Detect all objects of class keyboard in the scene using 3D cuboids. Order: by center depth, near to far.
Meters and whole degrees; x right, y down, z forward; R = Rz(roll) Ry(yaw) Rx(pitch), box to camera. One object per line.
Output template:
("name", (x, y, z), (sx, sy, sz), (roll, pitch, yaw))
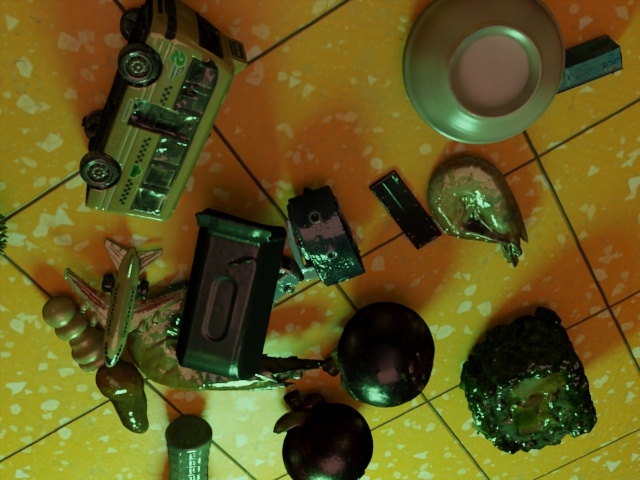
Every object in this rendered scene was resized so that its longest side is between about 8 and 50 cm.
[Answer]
("keyboard", (0.178, -0.060, 1.604), (0.067, 0.011, 0.202), (-34, 123, 11))

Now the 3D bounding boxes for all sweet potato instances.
("sweet potato", (-0.430, 0.343, 1.719), (0.097, 0.097, 0.292), (-10, 144, -3))

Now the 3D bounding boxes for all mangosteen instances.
("mangosteen", (0.112, 0.253, 1.709), (0.289, 0.231, 0.231), (-7, 135, 39))
("mangosteen", (0.001, 0.470, 1.837), (0.228, 0.228, 0.265), (-43, 81, 19))

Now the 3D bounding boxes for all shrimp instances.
("shrimp", (0.332, -0.045, 1.612), (0.168, 0.077, 0.317), (-23, 122, 18))
("shrimp", (-0.195, 0.219, 1.684), (0.445, 0.085, 0.272), (10, 112, -9))

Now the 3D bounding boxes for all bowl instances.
("bowl", (0.288, -0.298, 1.330), (0.287, 0.144, 0.287), (1, 110, 2))

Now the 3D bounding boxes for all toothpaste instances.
("toothpaste", (0.424, -0.304, 1.446), (0.272, 0.066, 0.053), (-21, 125, 5))

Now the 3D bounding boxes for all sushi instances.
("sushi", (0.487, 0.353, 1.846), (0.294, 0.178, 0.352), (-20, 129, 7))

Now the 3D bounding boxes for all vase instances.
("vase", (-0.323, 0.573, 1.879), (0.143, 0.143, 0.299), (-1, 122, -10))

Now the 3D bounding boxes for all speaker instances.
("speaker", (-0.186, 0.111, 1.499), (0.180, 0.184, 0.388), (13, 110, 2))

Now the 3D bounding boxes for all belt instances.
("belt", (0.001, 0.000, 1.545), (0.128, 0.122, 0.218), (-19, 127, 6))

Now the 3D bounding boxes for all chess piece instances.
("chess piece", (-0.508, 0.184, 1.608), (0.094, 0.094, 0.170), (-26, 118, 8))

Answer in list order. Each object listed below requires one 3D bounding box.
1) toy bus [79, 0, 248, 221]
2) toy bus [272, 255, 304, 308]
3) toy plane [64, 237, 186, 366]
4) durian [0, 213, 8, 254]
("toy bus", (-0.281, -0.220, 1.314), (0.202, 0.177, 0.365), (16, 124, -24))
("toy bus", (-0.100, 0.086, 1.625), (0.123, 0.060, 0.075), (-40, 118, 20))
("toy plane", (-0.403, 0.130, 1.563), (0.242, 0.104, 0.256), (11, 106, -16))
("durian", (-0.672, -0.004, 1.388), (0.200, 0.176, 0.237), (14, 116, -8))
